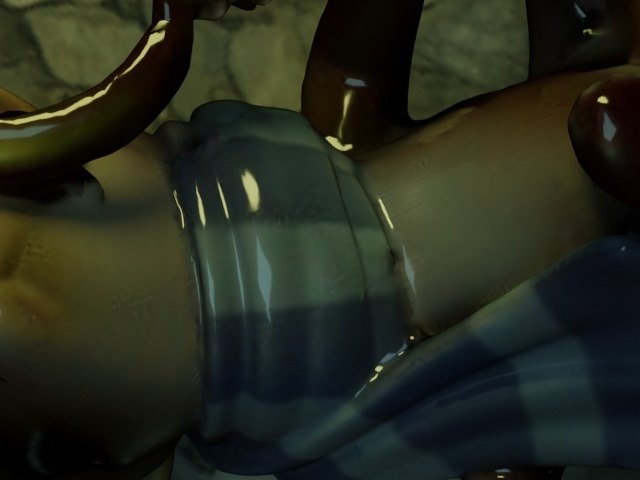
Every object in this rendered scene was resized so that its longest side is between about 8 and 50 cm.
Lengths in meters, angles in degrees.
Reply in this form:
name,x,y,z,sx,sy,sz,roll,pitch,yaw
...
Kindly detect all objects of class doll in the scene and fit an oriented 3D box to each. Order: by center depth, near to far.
name,x,y,z,sx,sy,sz,roll,pitch,yaw
doll,0.001,0.000,0.593,0.339,0.209,0.318,-8,93,3
